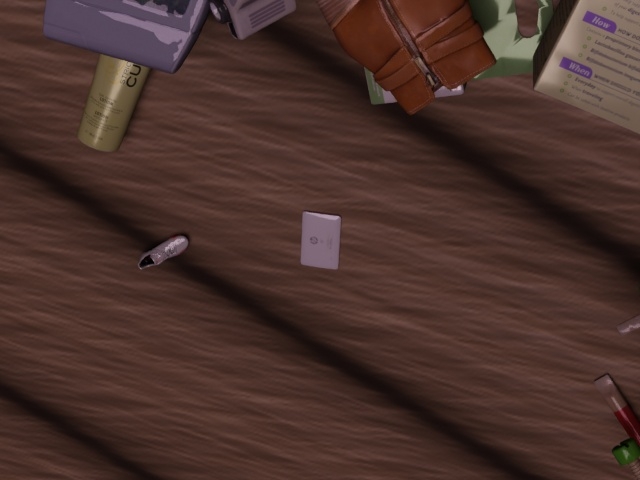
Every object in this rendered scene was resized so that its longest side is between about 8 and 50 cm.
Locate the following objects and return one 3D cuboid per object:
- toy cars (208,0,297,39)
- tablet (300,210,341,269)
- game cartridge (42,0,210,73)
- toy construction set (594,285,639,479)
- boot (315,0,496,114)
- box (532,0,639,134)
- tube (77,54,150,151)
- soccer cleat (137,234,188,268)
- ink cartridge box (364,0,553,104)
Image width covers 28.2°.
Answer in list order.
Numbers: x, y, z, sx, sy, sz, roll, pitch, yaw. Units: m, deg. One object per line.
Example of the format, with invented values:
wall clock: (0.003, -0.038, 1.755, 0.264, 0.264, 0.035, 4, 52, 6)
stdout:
toy cars: (-0.048, -0.403, 1.381, 0.176, 0.087, 0.394, 8, 110, -33)
tablet: (0.000, 0.000, 1.755, 0.054, 0.006, 0.083, 8, 117, 10)
game cartridge: (-0.206, -0.349, 1.472, 0.196, 0.060, 0.294, 14, 113, 2)
toy construction set: (0.462, 0.159, 1.640, 0.237, 0.257, 0.309, 57, 139, 3)
boot: (0.136, -0.288, 1.458, 0.283, 0.109, 0.220, -33, 100, 27)
box: (0.387, -0.252, 1.441, 0.213, 0.117, 0.243, 22, 119, -3)
tube: (-0.259, -0.233, 1.673, 0.070, 0.062, 0.240, 6, 120, -36)
soccer cleat: (-0.223, 0.018, 1.799, 0.083, 0.035, 0.029, -23, 109, 23)
ink cartridge box: (0.164, -0.266, 1.558, 0.235, 0.056, 0.171, -4, 114, 18)
